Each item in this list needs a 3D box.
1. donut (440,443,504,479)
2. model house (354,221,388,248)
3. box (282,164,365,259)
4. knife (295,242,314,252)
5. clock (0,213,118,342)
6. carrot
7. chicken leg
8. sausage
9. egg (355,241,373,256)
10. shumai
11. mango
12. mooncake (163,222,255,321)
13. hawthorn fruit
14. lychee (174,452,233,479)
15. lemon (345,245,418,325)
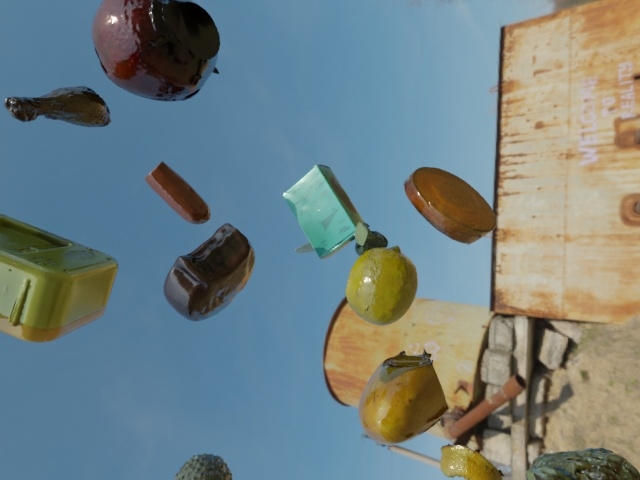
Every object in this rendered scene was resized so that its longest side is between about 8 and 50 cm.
[{"bbox_3d":[0.425,0.653,1.158,0.181,0.146,0.078,54,-135,-12],"label":"donut"},{"bbox_3d":[0.153,-0.012,1.231,0.083,0.079,0.066,9,-71,-23],"label":"model house"},{"bbox_3d":[0.017,-0.111,1.612,0.118,0.205,0.311,-10,-115,-58],"label":"box"},{"bbox_3d":[0.001,0.001,1.913,0.063,0.260,0.035,51,-162,-26],"label":"knife"},{"bbox_3d":[-0.378,0.039,0.512,0.143,0.202,0.096,-44,-26,-86],"label":"clock"},{"bbox_3d":[0.390,-0.111,1.279,0.307,0.100,0.258,25,-140,-12],"label":"carrot"},{"bbox_3d":[-0.553,-0.294,0.898,0.177,0.322,0.083,-4,-68,-27],"label":"chicken leg"},{"bbox_3d":[-0.501,-0.160,1.484,0.259,0.113,0.114,47,-130,-17],"label":"sausage"},{"bbox_3d":[0.186,0.031,1.665,0.110,0.085,0.085,27,-112,-43],"label":"egg"},{"bbox_3d":[0.549,0.563,0.886,0.218,0.256,0.189,-2,-121,-37],"label":"shumai"},{"bbox_3d":[0.142,0.268,0.706,0.126,0.153,0.252,65,-158,10],"label":"mango"},{"bbox_3d":[-0.357,0.108,1.415,0.334,0.174,0.326,-56,-14,17],"label":"mooncake"},{"bbox_3d":[-0.405,-0.496,1.037,0.316,0.315,0.316,-1,-89,-55],"label":"hawthorn fruit"},{"bbox_3d":[-0.424,0.924,1.508,0.274,0.255,0.255,-74,-31,-60],"label":"lychee"},{"bbox_3d":[0.218,0.164,1.485,0.260,0.284,0.261,33,-155,-18],"label":"lemon"}]
